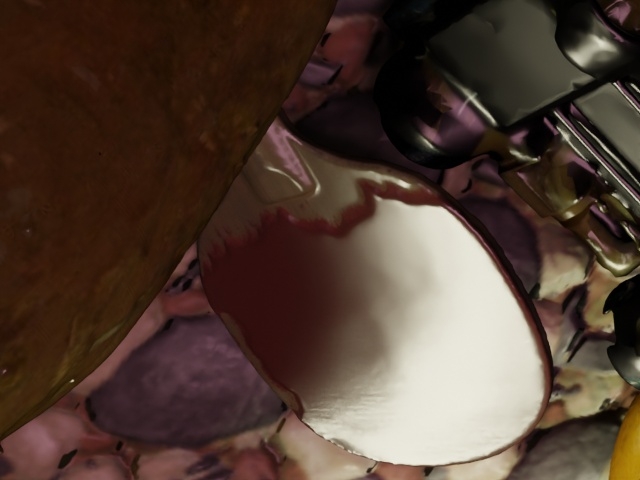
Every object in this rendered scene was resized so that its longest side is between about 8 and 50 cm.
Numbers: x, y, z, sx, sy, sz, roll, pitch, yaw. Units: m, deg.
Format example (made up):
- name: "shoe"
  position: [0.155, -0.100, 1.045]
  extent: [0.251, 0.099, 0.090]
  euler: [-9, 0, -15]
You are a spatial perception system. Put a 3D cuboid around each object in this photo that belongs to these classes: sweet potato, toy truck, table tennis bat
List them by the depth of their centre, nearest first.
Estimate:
- name: "sweet potato"
  position: [-0.047, -0.083, 0.425]
  extent: [0.422, 0.130, 0.130]
  euler: [-50, 121, -11]
- name: "toy truck"
  position: [0.148, -0.027, 0.521]
  extent: [0.257, 0.127, 0.127]
  euler: [40, 62, -14]
- name: "table tennis bat"
  position: [0.000, 0.000, 0.546]
  extent: [0.131, 0.022, 0.234]
  euler: [-15, 119, 34]

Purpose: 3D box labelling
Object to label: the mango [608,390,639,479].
- name: "mango"
  position: [0.196, 0.130, 0.648]
  extent: [0.141, 0.102, 0.217]
  euler: [-34, 124, 0]
